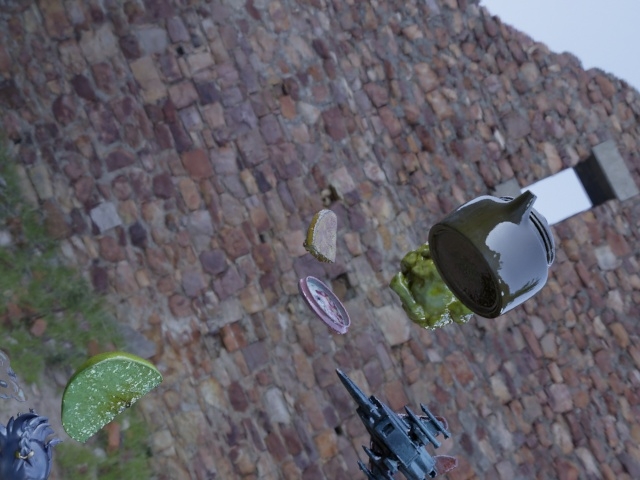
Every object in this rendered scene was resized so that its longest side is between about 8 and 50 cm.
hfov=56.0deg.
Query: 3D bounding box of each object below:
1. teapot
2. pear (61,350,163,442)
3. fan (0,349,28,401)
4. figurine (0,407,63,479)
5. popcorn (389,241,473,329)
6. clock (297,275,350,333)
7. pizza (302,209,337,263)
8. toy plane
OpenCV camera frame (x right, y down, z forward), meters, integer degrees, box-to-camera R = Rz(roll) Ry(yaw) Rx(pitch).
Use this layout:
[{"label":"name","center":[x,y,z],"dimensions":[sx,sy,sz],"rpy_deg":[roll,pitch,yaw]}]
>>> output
[{"label":"teapot","center":[0.298,0.017,0.992],"dimensions":[0.186,0.175,0.268],"rpy_deg":[53,-16,30]},{"label":"pear","center":[-0.624,0.394,1.679],"dimensions":[0.139,0.288,0.239],"rpy_deg":[45,-14,31]},{"label":"fan","center":[-0.700,0.266,1.251],"dimensions":[0.152,0.008,0.227],"rpy_deg":[50,-5,22]},{"label":"figurine","center":[-0.959,0.676,1.948],"dimensions":[0.197,0.175,0.265],"rpy_deg":[85,-15,-77]},{"label":"popcorn","center":[0.296,0.107,1.489],"dimensions":[0.195,0.254,0.256],"rpy_deg":[-94,-158,-61]},{"label":"clock","center":[0.010,0.225,2.075],"dimensions":[0.244,0.056,0.244],"rpy_deg":[46,14,-14]},{"label":"pizza","center":[0.000,-0.001,1.463],"dimensions":[0.175,0.046,0.134],"rpy_deg":[-44,127,-61]},{"label":"toy plane","center":[0.139,0.397,1.267],"dimensions":[0.326,0.223,0.104],"rpy_deg":[51,-9,-8]}]
